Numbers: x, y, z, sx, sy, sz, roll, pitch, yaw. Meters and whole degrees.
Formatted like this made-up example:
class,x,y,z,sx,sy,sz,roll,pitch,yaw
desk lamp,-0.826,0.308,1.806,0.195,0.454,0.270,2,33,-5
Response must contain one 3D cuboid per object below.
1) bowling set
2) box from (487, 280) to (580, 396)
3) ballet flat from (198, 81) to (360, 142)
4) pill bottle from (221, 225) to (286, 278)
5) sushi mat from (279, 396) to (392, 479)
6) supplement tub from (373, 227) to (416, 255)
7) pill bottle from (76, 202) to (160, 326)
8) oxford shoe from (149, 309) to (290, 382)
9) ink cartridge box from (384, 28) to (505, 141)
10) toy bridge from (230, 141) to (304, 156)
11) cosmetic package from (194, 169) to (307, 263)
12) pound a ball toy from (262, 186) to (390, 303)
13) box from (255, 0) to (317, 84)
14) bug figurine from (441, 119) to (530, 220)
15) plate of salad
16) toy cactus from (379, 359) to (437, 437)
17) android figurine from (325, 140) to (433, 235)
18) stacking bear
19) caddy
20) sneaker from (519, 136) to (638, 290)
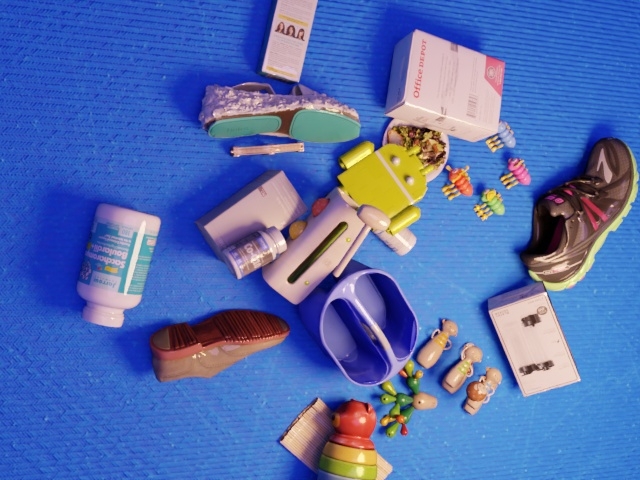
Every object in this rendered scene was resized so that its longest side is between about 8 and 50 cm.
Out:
class,x,y,z,sx,sy,sz,roll,pitch,yaw
bowling set,0.422,0.363,2.052,0.287,0.200,0.154,46,77,-22
box,0.598,0.279,2.126,0.169,0.087,0.289,-22,104,16
ballet flat,-0.093,-0.323,1.829,0.409,0.147,0.146,-1,95,-22
pill bottle,-0.152,0.025,1.755,0.137,0.078,0.078,-30,105,-17
sushi mat,0.045,0.569,2.015,0.316,0.019,0.151,46,79,-19
supplement tub,0.192,-0.019,1.990,0.107,0.071,0.071,42,80,-18
pill bottle,-0.461,0.056,1.705,0.146,0.146,0.264,14,89,-22
oxford shoe,-0.243,0.259,1.844,0.348,0.123,0.130,-6,123,-22
ink cartridge box,0.323,-0.397,1.965,0.283,0.117,0.207,13,78,-21
toy bridge,-0.129,-0.223,1.853,0.188,0.063,0.026,-7,97,-21
cosmetic package,-0.170,-0.057,1.832,0.238,0.107,0.127,-40,111,-16
pound a ball toy,0.000,0.000,1.792,0.136,0.208,0.319,40,102,-16
box,-0.080,-0.514,1.846,0.101,0.060,0.244,13,90,-22
bug figurine,0.475,-0.192,2.083,0.279,0.072,0.216,-48,109,-11
plate of salad,0.259,-0.248,2.008,0.200,0.048,0.199,-2,95,-21
toy cactus,0.243,0.428,2.043,0.181,0.112,0.218,12,82,-31
android figurine,0.158,-0.139,1.931,0.273,0.056,0.248,-32,82,-3
stacking bear,0.070,0.552,1.934,0.164,0.175,0.288,14,82,-19
caddy,0.106,0.207,1.884,0.241,0.179,0.341,-41,124,-12
sneaker,0.726,-0.093,2.130,0.202,0.185,0.482,32,82,-24
